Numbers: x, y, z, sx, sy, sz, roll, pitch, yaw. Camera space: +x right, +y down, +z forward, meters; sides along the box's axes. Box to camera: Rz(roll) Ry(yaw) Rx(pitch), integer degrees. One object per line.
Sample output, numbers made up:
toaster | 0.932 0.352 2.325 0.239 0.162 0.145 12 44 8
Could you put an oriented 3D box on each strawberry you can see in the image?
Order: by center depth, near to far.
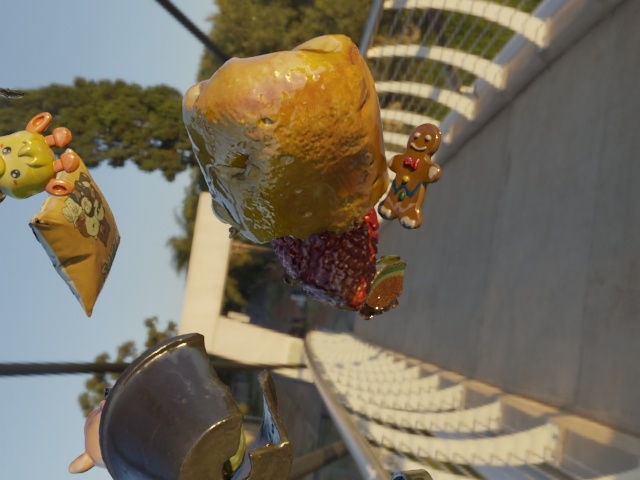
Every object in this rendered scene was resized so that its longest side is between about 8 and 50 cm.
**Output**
strawberry | -0.002 0.000 1.753 0.344 0.292 0.292 -91 10 -48

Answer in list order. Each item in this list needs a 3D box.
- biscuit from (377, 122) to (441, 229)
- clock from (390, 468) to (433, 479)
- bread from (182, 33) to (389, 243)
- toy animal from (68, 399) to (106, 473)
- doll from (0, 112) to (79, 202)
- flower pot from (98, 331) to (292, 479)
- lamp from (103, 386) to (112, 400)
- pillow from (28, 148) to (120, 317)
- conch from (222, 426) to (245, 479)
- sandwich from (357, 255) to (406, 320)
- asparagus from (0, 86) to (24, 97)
biscuit | 0.174 -0.129 1.480 0.138 0.031 0.205 29 100 51
clock | 0.211 0.691 1.770 0.319 0.066 0.319 -176 90 -80
bread | -0.056 -0.172 1.386 0.394 0.360 0.250 76 175 -56
toy animal | -0.425 0.406 1.667 0.166 0.154 0.250 -35 5 15
doll | -0.504 -0.117 1.278 0.135 0.220 0.143 8 -118 -80
flower pot | -0.211 0.396 1.468 0.251 0.379 0.380 23 107 57
lamp | -0.530 0.503 2.352 0.215 0.223 0.151 -1 -95 -51
pillow | -0.587 -0.022 1.881 0.310 0.119 0.312 -92 -11 -51
conch | -0.239 0.411 1.541 0.277 0.195 0.220 -54 20 44
sandwich | 0.158 0.143 2.207 0.079 0.235 0.159 3 111 57
asparagus | -0.778 -0.370 1.886 0.236 0.027 0.034 -123 45 -86
